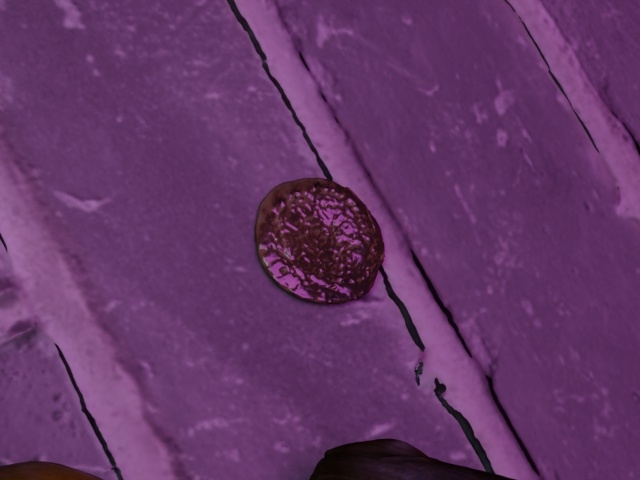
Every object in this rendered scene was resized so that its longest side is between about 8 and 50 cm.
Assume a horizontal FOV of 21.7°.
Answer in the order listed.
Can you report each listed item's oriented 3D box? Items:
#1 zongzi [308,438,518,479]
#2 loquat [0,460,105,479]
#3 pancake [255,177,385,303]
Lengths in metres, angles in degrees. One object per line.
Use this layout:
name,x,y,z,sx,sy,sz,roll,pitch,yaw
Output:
zongzi,0.183,0.240,1.103,0.403,0.432,0.208,34,60,-1
loquat,-0.213,0.239,1.121,0.227,0.179,0.179,-2,73,-11
pancake,0.000,0.000,1.355,0.115,0.011,0.115,5,71,-15
